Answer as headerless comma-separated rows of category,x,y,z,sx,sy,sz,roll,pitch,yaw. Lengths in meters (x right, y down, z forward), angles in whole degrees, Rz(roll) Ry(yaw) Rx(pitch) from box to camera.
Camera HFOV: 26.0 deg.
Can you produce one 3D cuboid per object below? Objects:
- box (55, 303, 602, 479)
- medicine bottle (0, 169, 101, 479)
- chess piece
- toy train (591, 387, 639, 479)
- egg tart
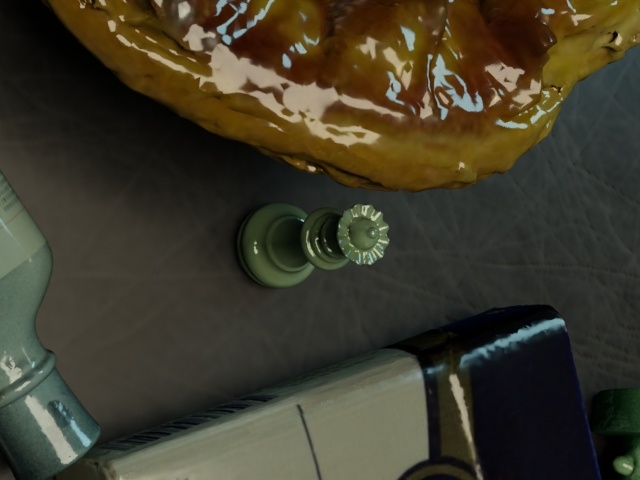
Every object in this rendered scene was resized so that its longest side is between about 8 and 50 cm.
box,0.021,0.141,0.651,0.259,0.071,0.168,-17,95,-30
medicine bottle,-0.160,0.004,0.561,0.090,0.054,0.208,-38,107,-30
chess piece,0.000,0.000,0.636,0.042,0.093,0.042,3,85,-32
toy train,0.193,0.171,0.757,0.105,0.071,0.178,17,76,-21
egg tart,0.009,-0.189,0.623,0.339,0.153,0.351,42,67,-21
